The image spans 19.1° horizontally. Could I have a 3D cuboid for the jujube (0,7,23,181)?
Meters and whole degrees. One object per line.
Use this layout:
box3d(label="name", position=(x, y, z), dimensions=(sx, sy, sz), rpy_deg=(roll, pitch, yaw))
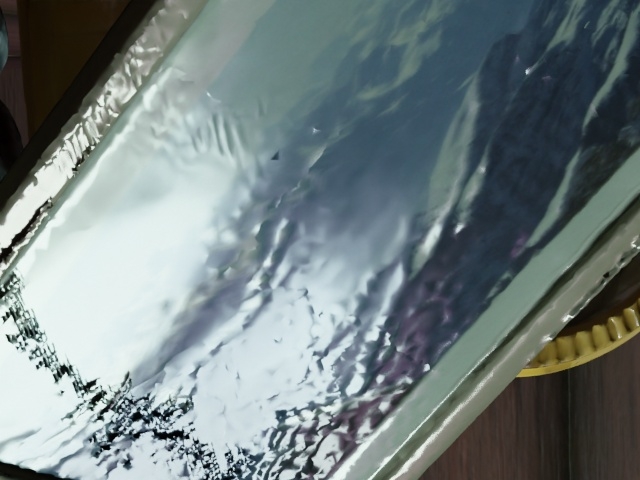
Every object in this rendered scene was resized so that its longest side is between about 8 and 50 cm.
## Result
box3d(label="jujube", position=(-0.312, -0.066, 1.030), dimensions=(0.308, 0.215, 0.246), rpy_deg=(-4, -155, 23))

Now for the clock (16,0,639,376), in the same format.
box3d(label="clock", position=(0.024, -0.053, 0.860), dimensions=(0.317, 0.244, 0.200), rpy_deg=(-6, -172, -17))

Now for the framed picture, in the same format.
box3d(label="framed picture", position=(0.000, 0.000, 0.717), dimensions=(0.247, 0.335, 0.022), rpy_deg=(21, -148, -34))
